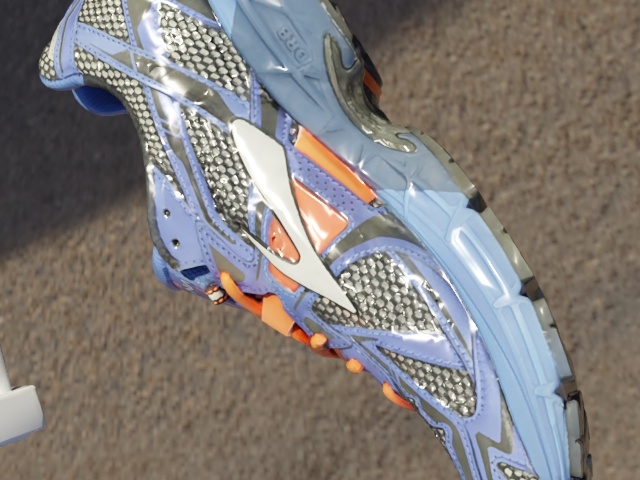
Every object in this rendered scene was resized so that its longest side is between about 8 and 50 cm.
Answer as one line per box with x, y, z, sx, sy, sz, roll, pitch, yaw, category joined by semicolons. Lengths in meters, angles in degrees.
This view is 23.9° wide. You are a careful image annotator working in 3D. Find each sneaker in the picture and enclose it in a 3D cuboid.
0.000;0.000;0.428;0.087;0.221;0.083;-36;162;5;sneaker

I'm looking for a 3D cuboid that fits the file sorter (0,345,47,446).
-0.281;0.029;0.645;0.193;0.278;0.173;-16;93;-37;file sorter
